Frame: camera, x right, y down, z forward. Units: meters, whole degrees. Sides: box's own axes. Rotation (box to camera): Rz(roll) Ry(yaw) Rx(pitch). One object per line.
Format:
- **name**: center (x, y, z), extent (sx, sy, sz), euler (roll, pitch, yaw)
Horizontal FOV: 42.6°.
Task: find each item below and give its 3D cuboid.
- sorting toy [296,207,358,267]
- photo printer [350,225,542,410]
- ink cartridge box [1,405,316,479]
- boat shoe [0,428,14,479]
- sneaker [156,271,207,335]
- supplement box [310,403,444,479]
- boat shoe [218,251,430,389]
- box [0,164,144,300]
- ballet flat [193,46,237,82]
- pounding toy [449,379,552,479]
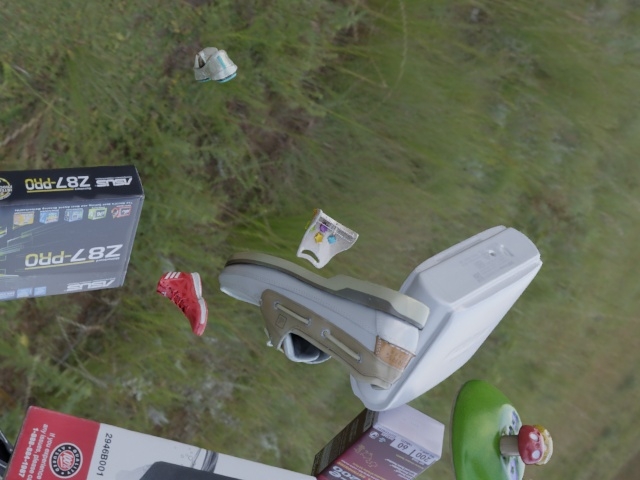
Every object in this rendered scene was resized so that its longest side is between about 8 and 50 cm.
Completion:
- **sorting toy**: center (0.000, 0.000, 1.207), extent (0.083, 0.045, 0.075), euler (32, 87, -37)
- **photo printer**: center (0.186, 0.135, 1.291), extent (0.256, 0.107, 0.308), euler (-22, 150, -41)
- **ink cartridge box**: center (-0.146, 0.280, 0.692), extent (0.272, 0.197, 0.114), euler (19, 133, -16)
- **boat shoe**: center (-0.706, 0.427, 1.763), extent (0.075, 0.206, 0.065), euler (-31, 160, -46)
- **sneaker**: center (-0.390, 0.172, 2.266), extent (0.128, 0.221, 0.087), euler (8, 125, -25)
- **supplement box**: center (0.093, 0.374, 1.422), extent (0.239, 0.130, 0.073), euler (-53, -168, 40)
- **boat shoe**: center (-0.020, 0.087, 0.943), extent (0.113, 0.302, 0.103), euler (30, 77, -43)
- **box**: center (-0.567, -0.008, 1.600), extent (0.394, 0.097, 0.318), euler (-5, 147, -27)
- **ballet flat**: center (-0.173, -0.286, 1.315), extent (0.057, 0.168, 0.052), euler (-33, 111, -14)
- **pounding toy**: center (0.268, 0.304, 1.122), extent (0.183, 0.110, 0.237), euler (-39, 115, -55)
